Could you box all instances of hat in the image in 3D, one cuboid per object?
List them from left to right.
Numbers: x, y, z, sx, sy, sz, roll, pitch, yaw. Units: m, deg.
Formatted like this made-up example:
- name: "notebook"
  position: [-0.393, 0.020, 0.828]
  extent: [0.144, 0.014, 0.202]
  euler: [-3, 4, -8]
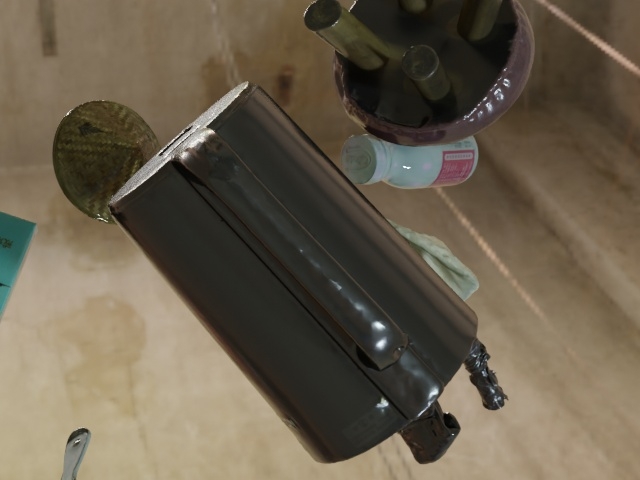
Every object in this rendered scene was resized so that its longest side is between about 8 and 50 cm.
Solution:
- name: "hat"
  position: [-0.219, -0.094, 1.307]
  extent: [0.067, 0.146, 0.146]
  euler: [-14, -100, 48]

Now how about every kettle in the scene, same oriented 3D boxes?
- name: "kettle"
  position: [-0.033, 0.036, 1.035]
  extent: [0.308, 0.203, 0.262]
  euler: [49, 22, -12]

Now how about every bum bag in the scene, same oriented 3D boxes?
- name: "bum bag"
  position: [0.136, 0.248, 1.927]
  extent: [0.123, 0.060, 0.248]
  euler: [-52, -124, 42]

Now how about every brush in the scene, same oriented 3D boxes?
- name: "brush"
  position: [-0.414, 0.429, 1.954]
  extent: [0.060, 0.068, 0.297]
  euler: [54, 20, -27]

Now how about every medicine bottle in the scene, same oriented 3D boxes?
- name: "medicine bottle"
  position: [0.124, -0.117, 1.636]
  extent: [0.090, 0.217, 0.090]
  euler: [7, -81, 44]

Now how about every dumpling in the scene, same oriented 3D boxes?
- name: "dumpling"
  position: [0.089, 0.053, 1.557]
  extent: [0.252, 0.179, 0.131]
  euler: [-40, -165, 52]

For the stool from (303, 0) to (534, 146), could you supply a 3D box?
- name: "stool"
  position: [0.128, -0.272, 1.496]
  extent: [0.178, 0.272, 0.272]
  euler: [53, 21, -62]

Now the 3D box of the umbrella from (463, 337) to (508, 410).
- name: "umbrella"
  position: [0.204, 0.161, 1.513]
  extent: [0.144, 0.040, 0.037]
  euler: [60, 10, -27]

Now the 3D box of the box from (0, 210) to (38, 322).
- name: "box"
  position: [-0.450, 0.061, 1.374]
  extent: [0.041, 0.162, 0.229]
  euler: [125, -17, -73]
